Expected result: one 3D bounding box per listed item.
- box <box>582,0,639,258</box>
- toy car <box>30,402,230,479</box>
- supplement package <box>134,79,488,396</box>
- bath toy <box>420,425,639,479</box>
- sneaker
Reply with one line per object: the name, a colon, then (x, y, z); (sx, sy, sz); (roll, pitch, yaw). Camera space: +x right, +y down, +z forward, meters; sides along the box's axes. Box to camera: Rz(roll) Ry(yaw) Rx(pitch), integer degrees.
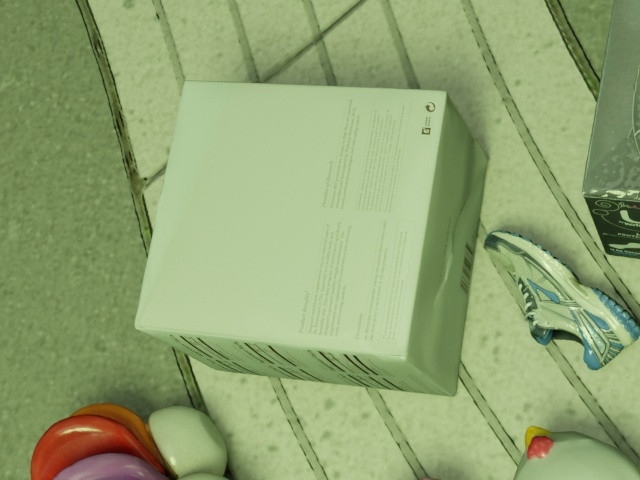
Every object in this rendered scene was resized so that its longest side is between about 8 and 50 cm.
box: (0.288, -0.115, 0.999); (0.163, 0.142, 0.247); (7, 76, 21)
toy car: (-0.148, 0.192, 1.036); (0.159, 0.136, 0.182); (-35, 39, 4)
supplement package: (0.000, 0.000, 1.056); (0.203, 0.149, 0.194); (5, 75, 20)
bath toy: (0.063, 0.231, 0.980); (0.348, 0.151, 0.129); (-31, 31, 7)
sneaker: (0.166, 0.043, 1.041); (0.135, 0.052, 0.058); (39, 93, 26)
